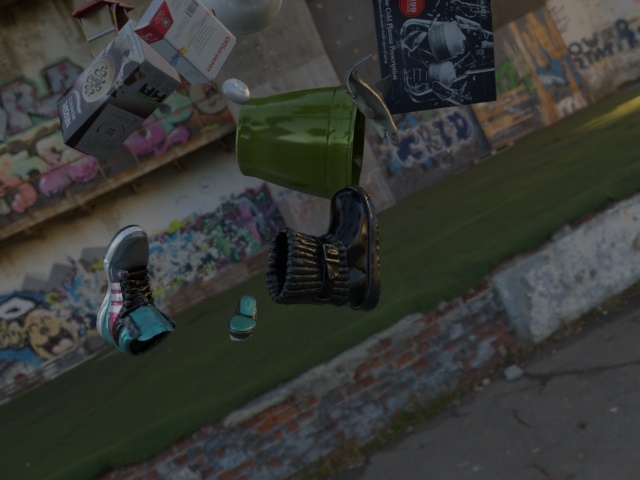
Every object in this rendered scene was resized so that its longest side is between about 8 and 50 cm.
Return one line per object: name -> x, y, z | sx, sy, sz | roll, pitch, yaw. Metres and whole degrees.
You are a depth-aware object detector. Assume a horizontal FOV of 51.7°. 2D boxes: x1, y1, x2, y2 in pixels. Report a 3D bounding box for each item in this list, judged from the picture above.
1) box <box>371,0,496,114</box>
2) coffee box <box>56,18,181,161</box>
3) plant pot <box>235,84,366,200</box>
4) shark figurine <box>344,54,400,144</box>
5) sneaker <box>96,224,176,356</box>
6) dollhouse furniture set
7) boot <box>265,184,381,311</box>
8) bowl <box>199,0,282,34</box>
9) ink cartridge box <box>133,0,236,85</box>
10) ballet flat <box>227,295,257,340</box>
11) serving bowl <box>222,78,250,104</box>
box -> 0.316, -0.553, 1.848 | 0.313, 0.343, 0.179 | -7, 22, 8
coffee box -> -0.490, -0.356, 1.588 | 0.297, 0.168, 0.119 | -39, -37, 20
plant pot -> -0.058, -0.298, 1.989 | 0.353, 0.366, 0.366 | 5, 10, 9
shark figurine -> 0.123, -0.371, 1.605 | 0.116, 0.166, 0.278 | -38, -39, 6
sneaker -> -0.382, 0.129, 1.396 | 0.124, 0.178, 0.295 | -17, -48, -47
dollhouse furniture set -> -0.445, -0.569, 1.749 | 0.374, 0.201, 0.152 | -17, 4, 21
boot -> 0.002, -0.001, 1.549 | 0.260, 0.347, 0.131 | 11, -35, -27
bowl -> -0.251, -0.812, 2.074 | 0.298, 0.297, 0.134 | -28, 6, -14
ink cartridge box -> -0.282, -0.432, 1.391 | 0.072, 0.175, 0.127 | 3, 60, 47
ballet flat -> -0.264, 0.288, 2.269 | 0.095, 0.096, 0.280 | 16, 19, -1
serving bowl -> -0.224, -0.410, 1.795 | 0.027, 0.083, 0.083 | -41, -6, 39
